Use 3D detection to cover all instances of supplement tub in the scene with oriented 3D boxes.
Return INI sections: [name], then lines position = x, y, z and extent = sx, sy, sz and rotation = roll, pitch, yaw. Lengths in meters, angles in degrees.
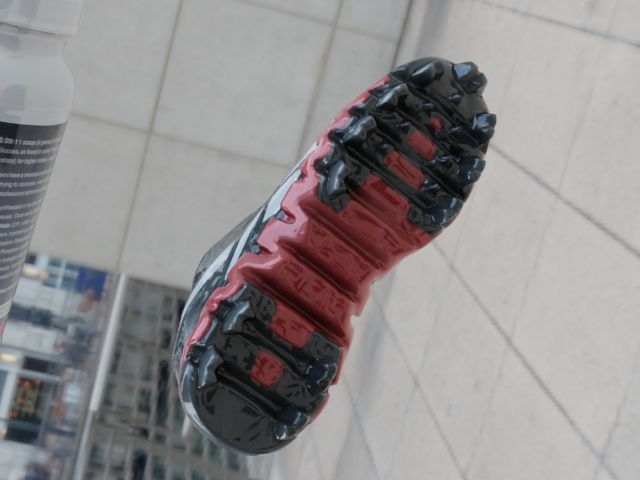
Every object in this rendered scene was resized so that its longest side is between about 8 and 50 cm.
[supplement tub]
position = -0.275, -0.058, 0.743
extent = 0.191, 0.191, 0.272
rotation = -112, 42, -73

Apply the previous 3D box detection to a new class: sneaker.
[sneaker]
position = 0.000, 0.000, 0.682
extent = 0.276, 0.097, 0.135
rotation = -54, 17, -14
